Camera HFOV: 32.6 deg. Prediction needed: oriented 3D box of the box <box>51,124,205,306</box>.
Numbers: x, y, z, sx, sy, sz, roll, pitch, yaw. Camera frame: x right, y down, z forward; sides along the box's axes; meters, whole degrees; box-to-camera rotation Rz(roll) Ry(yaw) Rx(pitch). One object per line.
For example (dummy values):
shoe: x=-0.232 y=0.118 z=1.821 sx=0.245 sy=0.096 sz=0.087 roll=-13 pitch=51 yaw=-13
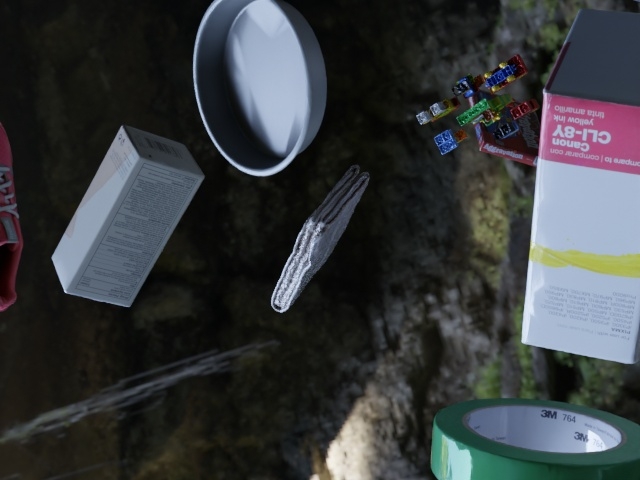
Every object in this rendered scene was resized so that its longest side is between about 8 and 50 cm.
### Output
box: x=-0.360 y=-0.041 z=2.024 sx=0.148 sy=0.311 sz=0.121 roll=18 pitch=-156 yaw=-38

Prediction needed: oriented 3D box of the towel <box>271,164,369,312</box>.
towel: x=0.000 y=0.000 z=1.999 sx=0.049 sy=0.282 sz=0.187 roll=35 pitch=-127 yaw=7

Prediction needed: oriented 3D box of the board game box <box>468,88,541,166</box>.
board game box: x=0.388 y=-0.236 z=2.259 sx=0.145 sy=0.027 sz=0.281 roll=16 pitch=-151 yaw=-7

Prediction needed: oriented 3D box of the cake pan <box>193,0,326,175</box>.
cake pan: x=-0.093 y=-0.249 z=1.707 sx=0.054 sy=0.293 sz=0.293 roll=-15 pitch=-95 yaw=-40

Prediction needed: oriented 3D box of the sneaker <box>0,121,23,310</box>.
sneaker: x=-0.489 y=-0.040 z=1.643 sx=0.116 sy=0.136 sz=0.313 roll=-7 pitch=-78 yaw=-46

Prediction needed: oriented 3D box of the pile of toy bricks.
pile of toy bricks: x=0.274 y=-0.216 z=1.773 sx=0.105 sy=0.212 sz=0.118 roll=-22 pitch=-96 yaw=-49

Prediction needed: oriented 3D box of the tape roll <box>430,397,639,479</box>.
tape roll: x=0.325 y=0.311 z=1.610 sx=0.321 sy=0.321 sz=0.077 roll=-17 pitch=-68 yaw=-68

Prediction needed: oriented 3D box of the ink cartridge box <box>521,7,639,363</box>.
ink cartridge box: x=0.378 y=-0.072 z=1.442 sx=0.279 sy=0.160 sz=0.384 roll=-58 pitch=-28 yaw=-51
